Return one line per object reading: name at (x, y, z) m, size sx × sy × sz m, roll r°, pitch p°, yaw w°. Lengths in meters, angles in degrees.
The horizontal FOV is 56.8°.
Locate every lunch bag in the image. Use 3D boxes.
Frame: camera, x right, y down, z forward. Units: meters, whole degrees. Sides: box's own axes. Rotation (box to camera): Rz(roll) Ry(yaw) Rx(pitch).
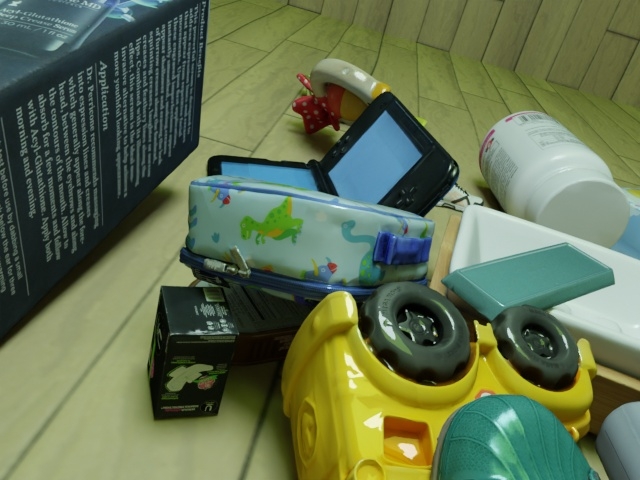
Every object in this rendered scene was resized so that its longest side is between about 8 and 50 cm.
lunch bag at (0.000, 0.000, 0.522) m, size 0.176 × 0.090 × 0.219 m, roll 11°, pitch 4°, yaw 26°

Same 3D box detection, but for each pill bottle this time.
pill bottle at (0.367, -0.093, 0.956) m, size 0.160 × 0.160 × 0.283 m, roll 12°, pitch 28°, yaw -7°

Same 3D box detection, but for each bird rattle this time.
bird rattle at (0.056, -0.238, 1.006) m, size 0.253 × 0.143 × 0.207 m, roll 40°, pitch -9°, yaw 20°

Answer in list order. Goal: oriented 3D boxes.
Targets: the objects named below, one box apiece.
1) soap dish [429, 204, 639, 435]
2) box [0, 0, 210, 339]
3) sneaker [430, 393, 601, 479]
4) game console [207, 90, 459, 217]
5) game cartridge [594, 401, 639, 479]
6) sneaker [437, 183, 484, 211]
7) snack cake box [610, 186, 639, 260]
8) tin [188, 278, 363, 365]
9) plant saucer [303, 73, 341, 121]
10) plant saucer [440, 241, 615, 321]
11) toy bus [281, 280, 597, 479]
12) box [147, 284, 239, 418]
soap dish at (0.252, 0.085, 0.614) m, size 0.291 × 0.118 × 0.229 m, roll 21°, pitch 28°, yaw 8°
box at (-0.319, -0.134, 0.542) m, size 0.294 × 0.212 × 0.395 m, roll 19°, pitch 38°, yaw 5°
sneaker at (0.134, 0.196, 0.236) m, size 0.108 × 0.121 × 0.302 m, roll 2°, pitch 54°, yaw -20°
game console at (-0.003, -0.098, 0.770) m, size 0.173 × 0.250 × 0.293 m, roll 33°, pitch 19°, yaw -28°
game cartridge at (0.352, 0.200, 0.392) m, size 0.294 × 0.060 × 0.196 m, roll 13°, pitch 20°, yaw 0°
sneaker at (0.222, -0.075, 0.971) m, size 0.109 × 0.043 × 0.040 m, roll 9°, pitch 26°, yaw -16°
snack cake box at (0.577, 0.011, 0.955) m, size 0.152 × 0.089 × 0.264 m, roll 2°, pitch 31°, yaw -27°
tin at (-0.044, 0.068, 0.578) m, size 0.190 × 0.040 × 0.106 m, roll -3°, pitch 29°, yaw -32°
plant saucer at (0.052, -0.296, 1.280) m, size 0.188 × 0.045 × 0.188 m, roll 11°, pitch 28°, yaw -11°
plant saucer at (0.197, 0.033, 0.538) m, size 0.192 × 0.018 × 0.067 m, roll -9°, pitch 36°, yaw -38°
toy bus at (0.091, 0.154, 0.395) m, size 0.220 × 0.149 × 0.211 m, roll 10°, pitch 42°, yaw -15°
box at (-0.102, 0.086, 0.460) m, size 0.052 × 0.083 × 0.062 m, roll 4°, pitch 29°, yaw -25°
